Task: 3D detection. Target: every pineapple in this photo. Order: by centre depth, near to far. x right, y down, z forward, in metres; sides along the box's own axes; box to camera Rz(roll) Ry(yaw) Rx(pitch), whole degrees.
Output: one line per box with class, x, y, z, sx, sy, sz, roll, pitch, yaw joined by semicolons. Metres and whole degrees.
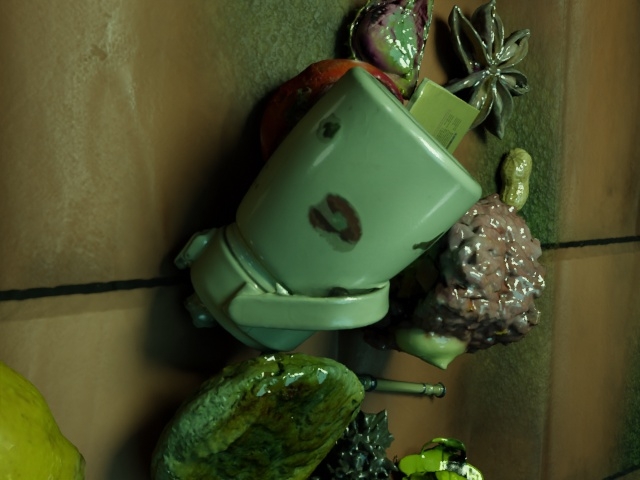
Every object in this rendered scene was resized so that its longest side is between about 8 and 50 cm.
pineapple;0.016;0.398;1.037;0.202;0.202;0.361;36;55;-36

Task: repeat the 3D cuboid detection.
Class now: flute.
flute;0.103;0.217;1.161;0.233;0.027;0.027;14;87;-39

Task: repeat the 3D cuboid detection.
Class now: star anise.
star anise;0.259;-0.258;1.195;0.197;0.073;0.212;5;95;-35

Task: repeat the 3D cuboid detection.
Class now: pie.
pie;-0.066;0.237;0.928;0.277;0.078;0.277;-16;137;-16

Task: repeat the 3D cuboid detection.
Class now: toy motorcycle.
toy motorcycle;0.178;0.388;1.098;0.142;0.342;0.206;1;78;1

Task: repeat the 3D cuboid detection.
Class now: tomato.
tomato;0.005;-0.159;0.998;0.189;0.099;0.173;-45;144;17

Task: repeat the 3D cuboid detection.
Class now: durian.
durian;0.088;-0.276;1.061;0.108;0.119;0.186;10;85;-2

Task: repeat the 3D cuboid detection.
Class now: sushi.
sushi;0.155;0.052;1.028;0.171;0.270;0.236;13;75;-35

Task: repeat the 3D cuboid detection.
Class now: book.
book;0.142;-0.129;1.078;0.192;0.013;0.168;8;115;-59

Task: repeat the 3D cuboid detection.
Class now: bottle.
bottle;0.000;0.000;0.892;0.351;0.229;0.229;-46;126;11

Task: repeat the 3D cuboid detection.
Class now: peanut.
peanut;0.321;-0.097;1.280;0.054;0.054;0.113;4;93;-39

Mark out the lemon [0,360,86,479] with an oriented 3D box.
lemon;-0.358;0.208;0.650;0.310;0.258;0.257;2;95;-33
